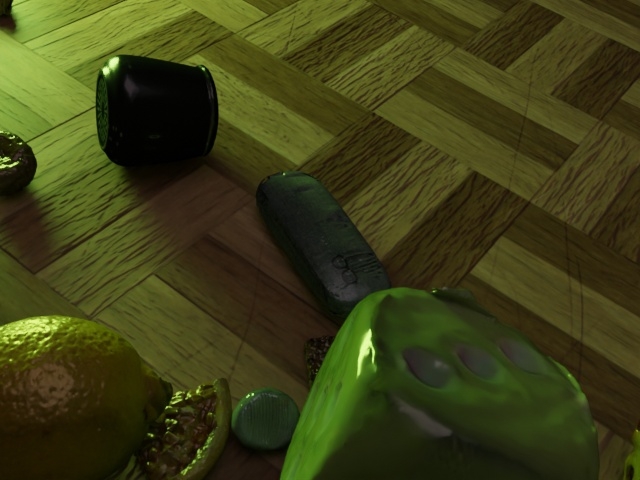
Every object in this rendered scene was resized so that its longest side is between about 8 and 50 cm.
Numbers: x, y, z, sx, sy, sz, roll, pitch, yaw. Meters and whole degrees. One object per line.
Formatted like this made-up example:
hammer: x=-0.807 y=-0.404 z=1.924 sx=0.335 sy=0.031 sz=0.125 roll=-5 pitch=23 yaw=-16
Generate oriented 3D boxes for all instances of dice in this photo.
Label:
dice: x=0.109 y=0.214 z=0.759 sx=0.252 sy=0.254 sz=0.249 roll=23 pitch=30 yaw=-4

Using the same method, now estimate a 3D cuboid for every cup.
cup: x=-0.263 y=-0.209 z=1.197 sx=0.177 sy=0.169 sz=0.223 roll=-6 pitch=18 yaw=-23

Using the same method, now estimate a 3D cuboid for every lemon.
lemon: x=-0.284 y=0.175 z=0.791 sx=0.257 sy=0.188 sz=0.188 roll=-9 pitch=49 yaw=-13

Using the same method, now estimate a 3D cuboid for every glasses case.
glasses case: x=0.000 y=0.000 z=1.105 sx=0.109 sy=0.067 sz=0.282 roll=-15 pitch=53 yaw=-27

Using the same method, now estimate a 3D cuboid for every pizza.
pizza: x=-0.170 y=0.219 z=0.877 sx=0.131 sy=0.041 sz=0.178 roll=28 pitch=47 yaw=16

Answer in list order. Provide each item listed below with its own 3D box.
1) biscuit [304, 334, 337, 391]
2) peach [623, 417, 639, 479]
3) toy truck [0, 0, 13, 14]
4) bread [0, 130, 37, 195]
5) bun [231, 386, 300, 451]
biscuit: x=0.097 y=0.177 z=0.987 sx=0.231 sy=0.025 sz=0.131 roll=0 pitch=48 yaw=-12
peach: x=0.428 y=0.314 z=0.833 sx=0.154 sy=0.158 sz=0.267 roll=7 pitch=43 yaw=9
toy truck: x=-0.637 y=-0.463 z=1.417 sx=0.123 sy=0.052 sz=0.062 roll=14 pitch=52 yaw=-1
bread: x=-0.465 y=-0.114 z=1.116 sx=0.082 sy=0.060 sz=0.113 roll=-24 pitch=58 yaw=-30
bun: x=-0.065 y=0.213 z=0.897 sx=0.083 sy=0.045 sz=0.083 roll=4 pitch=75 yaw=-15
